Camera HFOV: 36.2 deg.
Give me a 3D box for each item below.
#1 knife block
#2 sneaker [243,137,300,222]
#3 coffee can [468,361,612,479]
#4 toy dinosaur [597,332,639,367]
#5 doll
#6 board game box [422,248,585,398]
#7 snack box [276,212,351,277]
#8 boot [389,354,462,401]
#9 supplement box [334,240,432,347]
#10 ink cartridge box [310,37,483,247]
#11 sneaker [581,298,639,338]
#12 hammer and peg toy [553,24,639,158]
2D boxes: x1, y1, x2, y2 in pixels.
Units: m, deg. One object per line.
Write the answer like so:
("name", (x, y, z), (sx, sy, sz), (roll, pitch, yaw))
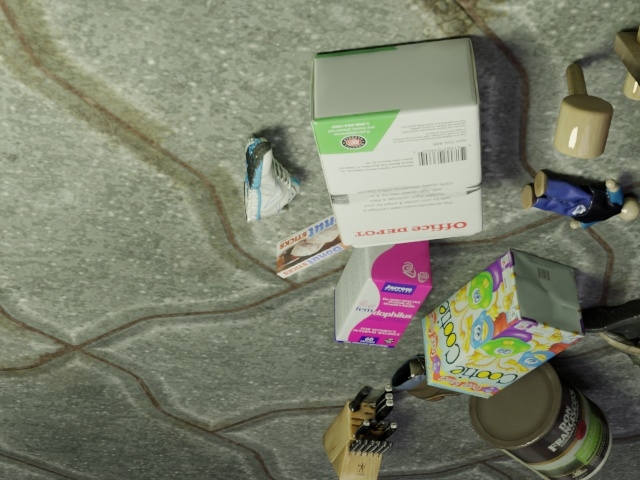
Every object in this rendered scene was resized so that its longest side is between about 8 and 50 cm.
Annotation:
("knife block", (0.092, 0.407, 2.199), (0.088, 0.242, 0.276), (9, -170, -13))
("sneaker", (-0.070, -0.093, 1.439), (0.083, 0.071, 0.191), (-4, 155, -7))
("coffee can", (0.460, 0.373, 2.032), (0.201, 0.202, 0.275), (-22, 142, 28))
("toy dinosaur", (0.651, 0.216, 1.930), (0.268, 0.064, 0.118), (30, 143, -33))
("doll", (0.413, -0.061, 1.511), (0.189, 0.046, 0.129), (11, 146, -17))
("board game box", (0.318, 0.156, 1.749), (0.144, 0.142, 0.275), (16, 143, -23))
("snack box", (0.000, 0.000, 1.574), (0.178, 0.064, 0.022), (-26, 139, 33))
("boot", (0.234, 0.270, 1.977), (0.106, 0.082, 0.219), (14, 146, -26))
("supplement box", (0.102, 0.081, 1.659), (0.111, 0.114, 0.220), (7, 144, -11))
("ink cartridge box", (0.110, -0.123, 1.337), (0.211, 0.122, 0.289), (-5, 147, 6))
("sneaker", (0.569, 0.158, 1.842), (0.170, 0.051, 0.089), (-16, 139, 15))
("hammer and peg toy", (0.447, -0.190, 1.150), (0.361, 0.266, 0.127), (2, 124, -3))
